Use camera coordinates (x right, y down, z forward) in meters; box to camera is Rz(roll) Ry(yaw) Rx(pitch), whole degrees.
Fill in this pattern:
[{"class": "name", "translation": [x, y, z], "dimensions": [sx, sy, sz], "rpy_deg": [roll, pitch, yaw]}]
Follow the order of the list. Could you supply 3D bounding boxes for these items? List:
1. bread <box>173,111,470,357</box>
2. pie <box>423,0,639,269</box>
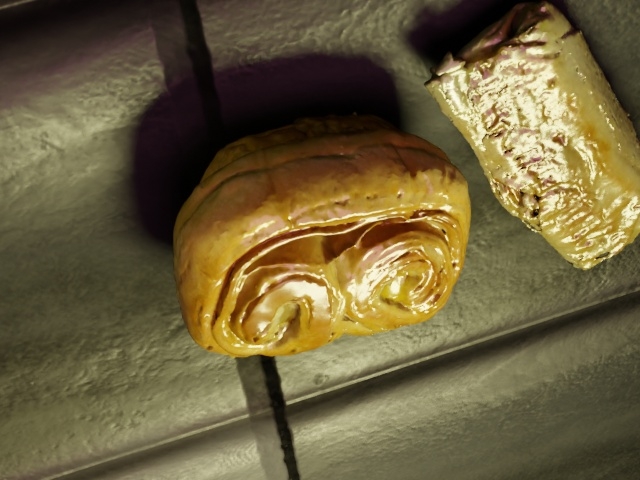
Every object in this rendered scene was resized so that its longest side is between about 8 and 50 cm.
[{"class": "bread", "translation": [0.000, -0.002, 1.001], "dimensions": [0.236, 0.120, 0.198], "rpy_deg": [-11, 135, -15]}, {"class": "pie", "translation": [0.187, -0.084, 1.042], "dimensions": [0.128, 0.068, 0.282], "rpy_deg": [-36, 134, 9]}]
